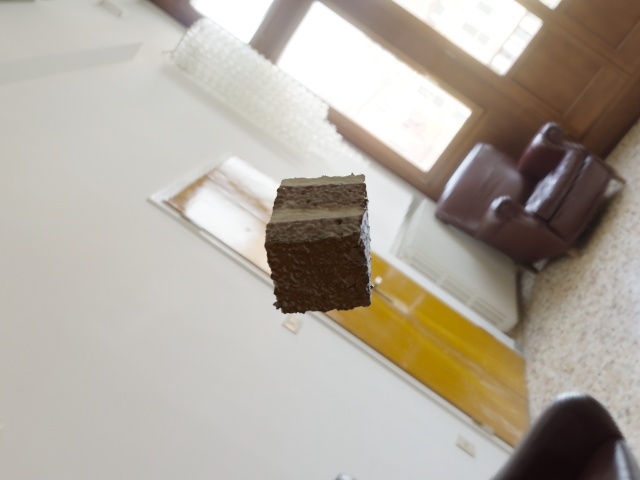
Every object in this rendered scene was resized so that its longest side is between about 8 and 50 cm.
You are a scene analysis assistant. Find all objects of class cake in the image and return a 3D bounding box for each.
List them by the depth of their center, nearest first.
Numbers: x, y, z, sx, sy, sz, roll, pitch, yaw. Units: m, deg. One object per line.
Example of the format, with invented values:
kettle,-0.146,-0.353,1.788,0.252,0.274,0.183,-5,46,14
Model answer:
cake,0.000,0.000,0.974,0.147,0.135,0.135,-93,-4,-48
